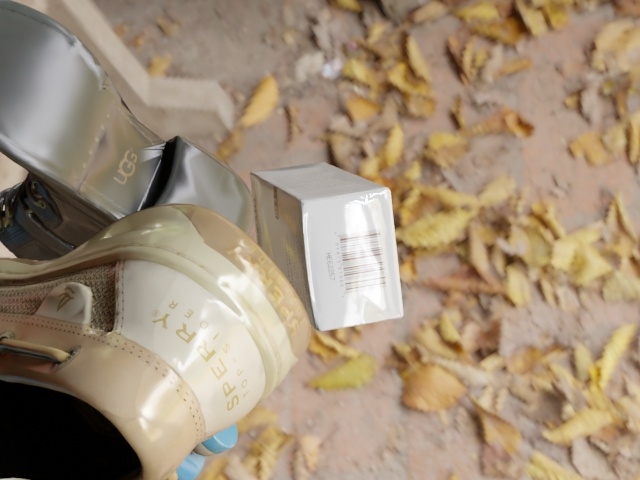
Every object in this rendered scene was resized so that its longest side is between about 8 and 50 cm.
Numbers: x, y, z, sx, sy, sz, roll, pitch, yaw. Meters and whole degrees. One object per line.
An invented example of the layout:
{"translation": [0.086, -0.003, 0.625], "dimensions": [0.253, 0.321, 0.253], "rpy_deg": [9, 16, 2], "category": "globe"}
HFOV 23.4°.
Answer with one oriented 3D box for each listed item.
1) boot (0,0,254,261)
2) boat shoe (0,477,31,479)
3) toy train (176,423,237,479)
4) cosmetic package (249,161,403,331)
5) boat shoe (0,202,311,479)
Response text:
{"translation": [-0.184, -0.037, 1.044], "dimensions": [0.229, 0.263, 0.091], "rpy_deg": [-23, 32, 59], "category": "boot"}
{"translation": [-0.096, 0.237, 0.520], "dimensions": [0.091, 0.109, 0.305], "rpy_deg": [15, 105, 39], "category": "boat shoe"}
{"translation": [-0.206, 0.162, 1.497], "dimensions": [0.143, 0.248, 0.105], "rpy_deg": [-32, 37, 21], "category": "toy train"}
{"translation": [0.000, 0.000, 1.390], "dimensions": [0.086, 0.231, 0.117], "rpy_deg": [-8, 99, -14], "category": "cosmetic package"}
{"translation": [-0.141, 0.078, 0.721], "dimensions": [0.110, 0.121, 0.341], "rpy_deg": [-50, 12, -35], "category": "boat shoe"}
